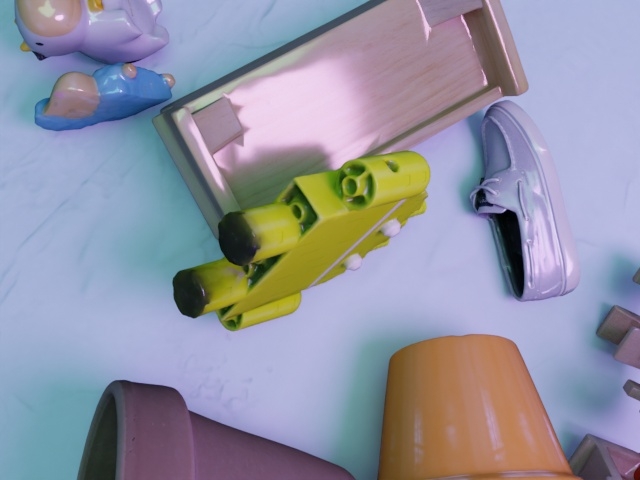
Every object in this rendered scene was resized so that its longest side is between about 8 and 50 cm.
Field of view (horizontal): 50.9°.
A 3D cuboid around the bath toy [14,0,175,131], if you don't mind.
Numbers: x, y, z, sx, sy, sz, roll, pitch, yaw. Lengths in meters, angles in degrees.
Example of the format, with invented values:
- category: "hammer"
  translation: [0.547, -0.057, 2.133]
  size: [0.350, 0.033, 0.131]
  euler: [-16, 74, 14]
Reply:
- category: "bath toy"
  translation: [-0.264, -0.295, 0.713]
  size: [0.129, 0.151, 0.348]
  euler: [-17, 78, 25]

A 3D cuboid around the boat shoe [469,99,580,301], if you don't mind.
- category: "boat shoe"
  translation: [0.212, -0.042, 0.739]
  size: [0.081, 0.079, 0.227]
  euler: [-15, 84, -14]

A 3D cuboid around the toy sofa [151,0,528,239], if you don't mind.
- category: "toy sofa"
  translation: [0.017, -0.148, 0.718]
  size: [0.362, 0.177, 0.150]
  euler: [-31, 108, -12]

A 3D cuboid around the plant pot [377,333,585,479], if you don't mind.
- category: "plant pot"
  translation: [0.138, 0.196, 0.632]
  size: [0.205, 0.205, 0.188]
  euler: [0, 63, -7]

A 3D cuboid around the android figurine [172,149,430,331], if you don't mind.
- category: "android figurine"
  translation: [0.000, 0.000, 0.628]
  size: [0.273, 0.248, 0.056]
  euler: [-13, 66, -49]

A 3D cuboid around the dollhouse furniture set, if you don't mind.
- category: "dollhouse furniture set"
  translation: [0.364, 0.172, 0.643]
  size: [0.135, 0.262, 0.259]
  euler: [24, 110, -4]

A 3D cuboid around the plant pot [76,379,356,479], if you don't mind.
- category: "plant pot"
  translation: [-0.086, 0.265, 0.570]
  size: [0.229, 0.263, 0.263]
  euler: [13, 76, -22]
